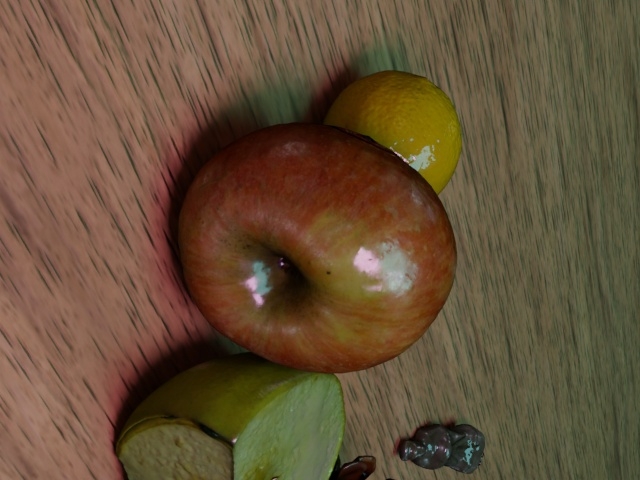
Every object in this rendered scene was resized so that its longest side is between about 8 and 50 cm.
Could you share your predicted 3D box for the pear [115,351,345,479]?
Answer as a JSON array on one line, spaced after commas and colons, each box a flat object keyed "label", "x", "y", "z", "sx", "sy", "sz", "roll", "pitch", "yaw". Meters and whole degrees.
[{"label": "pear", "x": -0.095, "y": 0.231, "z": 1.570, "sx": 0.282, "sy": 0.176, "sz": 0.286, "roll": -40, "pitch": 142, "yaw": -44}]

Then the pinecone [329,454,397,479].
[{"label": "pinecone", "x": 0.014, "y": 0.387, "z": 1.745, "sx": 0.264, "sy": 0.264, "sz": 0.264, "roll": -34, "pitch": 133, "yaw": -45}]

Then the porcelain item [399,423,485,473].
[{"label": "porcelain item", "x": 0.196, "y": 0.344, "z": 2.197, "sx": 0.216, "sy": 0.069, "sz": 0.081, "roll": 14, "pitch": 99, "yaw": -54}]

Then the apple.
[{"label": "apple", "x": 0.000, "y": 0.000, "z": 1.493, "sx": 0.277, "sy": 0.309, "sz": 0.250, "roll": -42, "pitch": -171, "yaw": 33}]

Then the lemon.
[{"label": "lemon", "x": 0.084, "y": -0.116, "z": 1.654, "sx": 0.203, "sy": 0.178, "sz": 0.178, "roll": -57, "pitch": 147, "yaw": -28}]
